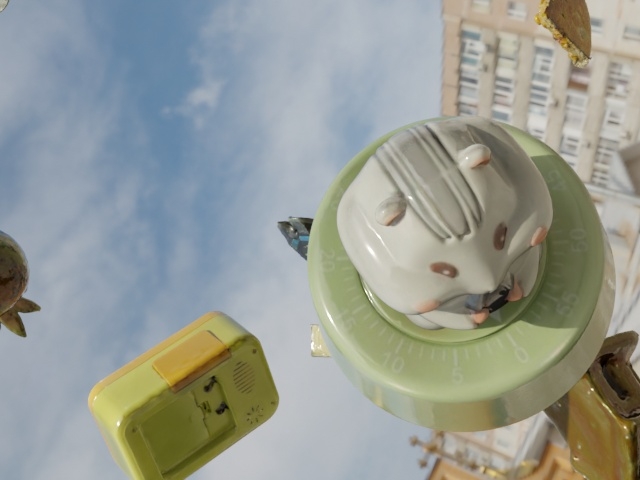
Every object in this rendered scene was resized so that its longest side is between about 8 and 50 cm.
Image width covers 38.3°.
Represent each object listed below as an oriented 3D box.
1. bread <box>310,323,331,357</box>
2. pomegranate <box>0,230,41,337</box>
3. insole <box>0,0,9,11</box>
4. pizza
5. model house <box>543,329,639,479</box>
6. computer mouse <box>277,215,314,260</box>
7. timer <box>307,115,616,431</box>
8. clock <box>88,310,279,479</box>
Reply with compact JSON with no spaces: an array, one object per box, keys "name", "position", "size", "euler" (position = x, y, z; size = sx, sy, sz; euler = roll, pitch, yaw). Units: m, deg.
[{"name":"bread","position":[0.052,0.200,1.830],"size":[0.028,0.153,0.068],"euler":[14,-104,-66]},{"name":"pomegranate","position":[-0.491,0.073,1.353],"size":[0.156,0.156,0.220],"euler":[-55,-44,-31]},{"name":"insole","position":[-0.546,-0.336,1.402],"size":[0.006,0.193,0.065],"euler":[22,-131,-64]},{"name":"pizza","position":[0.379,-0.353,1.453],"size":[0.131,0.041,0.178],"euler":[-33,-76,-40]},{"name":"model house","position":[0.459,0.267,1.371],"size":[0.268,0.239,0.173],"euler":[-8,-31,-42]},{"name":"computer mouse","position":[0.000,0.000,1.314],"size":[0.135,0.079,0.047],"euler":[36,-123,-22]},{"name":"timer","position":[0.107,0.003,0.762],"size":[0.291,0.290,0.315],"euler":[-67,-16,-9]},{"name":"clock","position":[-0.160,0.191,1.102],"size":[0.202,0.096,0.143],"euler":[-31,-56,-24]}]
